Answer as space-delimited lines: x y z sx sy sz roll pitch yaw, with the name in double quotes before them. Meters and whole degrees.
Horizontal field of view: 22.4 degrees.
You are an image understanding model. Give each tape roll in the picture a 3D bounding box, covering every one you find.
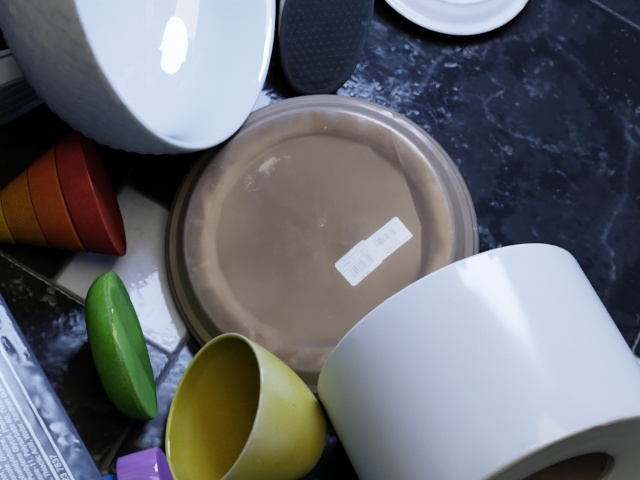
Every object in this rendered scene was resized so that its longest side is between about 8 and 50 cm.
"tape roll" 0.140 0.140 1.306 0.246 0.246 0.169 -15 60 -23

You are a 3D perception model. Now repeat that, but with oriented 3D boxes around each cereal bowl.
"cereal bowl" -0.175 -0.235 1.377 0.141 0.339 0.339 -5 55 27

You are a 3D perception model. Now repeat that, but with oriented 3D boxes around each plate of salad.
"plate of salad" 0.128 -0.299 1.663 0.200 0.048 0.199 5 72 -16

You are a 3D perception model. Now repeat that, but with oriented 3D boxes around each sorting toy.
"sorting toy" -0.214 0.080 1.342 0.126 0.127 0.365 -16 64 2

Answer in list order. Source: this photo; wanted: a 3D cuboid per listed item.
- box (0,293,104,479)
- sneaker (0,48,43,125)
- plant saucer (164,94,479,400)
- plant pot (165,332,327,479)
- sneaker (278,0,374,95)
"box" -0.341 0.182 1.147 0.294 0.183 0.296 -15 66 -45
"sneaker" -0.345 -0.137 1.406 0.258 0.094 0.091 -20 75 -24
"plant saucer" 0.000 0.000 1.410 0.278 0.041 0.277 -1 76 3
"plant pot" -0.051 0.154 1.333 0.095 0.134 0.134 22 56 -33
"sneaker" 0.003 -0.279 1.589 0.090 0.145 0.270 1 98 -4
